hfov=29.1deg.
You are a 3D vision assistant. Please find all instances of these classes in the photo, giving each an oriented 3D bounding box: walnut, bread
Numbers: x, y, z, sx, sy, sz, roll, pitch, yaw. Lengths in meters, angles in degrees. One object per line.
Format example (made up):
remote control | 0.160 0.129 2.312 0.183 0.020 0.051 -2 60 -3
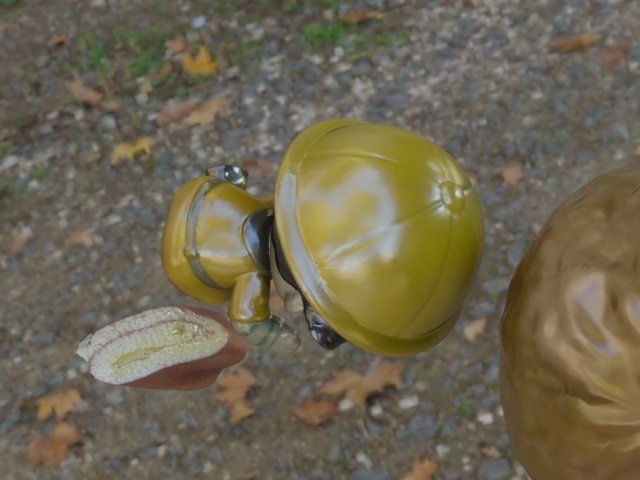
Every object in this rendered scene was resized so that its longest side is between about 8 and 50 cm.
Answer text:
walnut | 0.309 0.078 0.844 0.354 0.308 0.397 -15 0 38
bread | -0.137 0.103 1.196 0.119 0.067 0.192 -24 -16 14

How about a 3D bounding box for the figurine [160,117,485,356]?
figurine | -0.002 -0.002 0.949 0.256 0.167 0.192 -4 66 22
